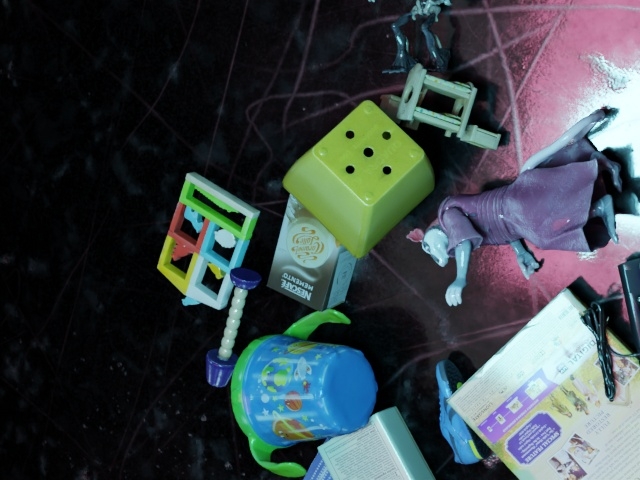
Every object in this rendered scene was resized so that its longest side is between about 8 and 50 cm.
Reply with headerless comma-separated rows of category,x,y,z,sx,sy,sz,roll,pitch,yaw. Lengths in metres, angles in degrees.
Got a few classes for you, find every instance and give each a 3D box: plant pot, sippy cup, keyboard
plant pot,0.076,-0.129,1.613,0.212,0.187,0.212,-43,81,-12
sippy cup,-0.019,0.296,1.779,0.224,0.240,0.305,-10,87,43
keyboard,0.552,0.188,1.504,0.202,0.033,0.317,-13,84,17

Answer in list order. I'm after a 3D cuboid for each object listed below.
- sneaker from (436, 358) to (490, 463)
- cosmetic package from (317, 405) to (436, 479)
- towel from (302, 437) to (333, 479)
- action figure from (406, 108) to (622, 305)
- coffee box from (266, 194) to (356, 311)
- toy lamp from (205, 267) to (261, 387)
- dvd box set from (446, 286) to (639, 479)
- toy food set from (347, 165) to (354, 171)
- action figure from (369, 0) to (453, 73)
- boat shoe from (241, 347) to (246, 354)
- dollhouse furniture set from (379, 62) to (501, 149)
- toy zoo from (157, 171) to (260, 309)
sneaker,0.254,0.336,1.746,0.082,0.069,0.209,-21,90,36
cosmetic package,0.144,0.505,1.783,0.160,0.113,0.309,-33,75,20
towel,0.100,0.596,1.887,0.336,0.040,0.243,32,102,23
action figure,0.310,-0.050,1.523,0.370,0.248,0.275,-9,95,29
coffee box,0.000,0.000,1.803,0.141,0.098,0.246,24,112,24
toy lamp,-0.198,0.195,1.977,0.080,0.080,0.274,24,110,24
dvd box set,0.476,0.334,1.582,0.420,0.062,0.307,46,106,14
toy food set,0.062,-0.140,1.761,0.122,0.078,0.019,19,155,20
action figure,0.170,-0.434,1.585,0.164,0.141,0.275,7,108,32
boat shoe,-0.155,0.302,1.993,0.042,0.049,0.133,12,105,34
dollhouse furniture set,0.221,-0.243,1.642,0.161,0.182,0.101,-155,81,-70
toy zoo,-0.259,0.020,2.001,0.192,0.030,0.293,32,115,21
